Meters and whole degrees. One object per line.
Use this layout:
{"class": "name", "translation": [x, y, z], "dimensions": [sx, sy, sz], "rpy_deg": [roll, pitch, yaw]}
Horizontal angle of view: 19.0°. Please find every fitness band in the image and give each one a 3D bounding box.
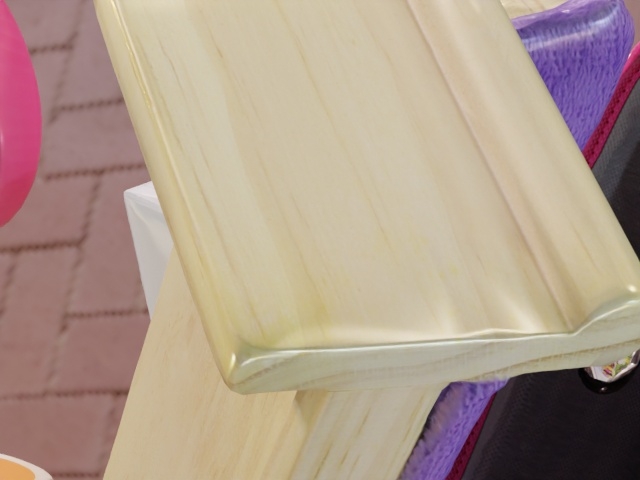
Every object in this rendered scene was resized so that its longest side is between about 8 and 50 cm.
{"class": "fitness band", "translation": [-0.295, -0.101, 1.252], "dimensions": [0.291, 0.054, 0.209], "rpy_deg": [14, 112, 37]}

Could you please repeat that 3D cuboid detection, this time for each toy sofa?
{"class": "toy sofa", "translation": [-0.004, 0.083, 0.635], "dimensions": [0.177, 0.362, 0.150], "rpy_deg": [-2, 49, -22]}

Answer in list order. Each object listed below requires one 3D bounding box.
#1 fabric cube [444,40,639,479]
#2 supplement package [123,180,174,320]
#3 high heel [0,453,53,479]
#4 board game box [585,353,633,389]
{"class": "fabric cube", "translation": [0.239, 0.096, 0.736], "dimensions": [0.259, 0.258, 0.254], "rpy_deg": [24, 91, 53]}
{"class": "supplement package", "translation": [0.000, 0.000, 1.046], "dimensions": [0.179, 0.105, 0.105], "rpy_deg": [-26, 29, -32]}
{"class": "high heel", "translation": [-0.317, 0.226, 1.412], "dimensions": [0.082, 0.244, 0.117], "rpy_deg": [41, 129, 48]}
{"class": "board game box", "translation": [0.264, 0.058, 1.124], "dimensions": [0.141, 0.291, 0.232], "rpy_deg": [-7, 28, 29]}
